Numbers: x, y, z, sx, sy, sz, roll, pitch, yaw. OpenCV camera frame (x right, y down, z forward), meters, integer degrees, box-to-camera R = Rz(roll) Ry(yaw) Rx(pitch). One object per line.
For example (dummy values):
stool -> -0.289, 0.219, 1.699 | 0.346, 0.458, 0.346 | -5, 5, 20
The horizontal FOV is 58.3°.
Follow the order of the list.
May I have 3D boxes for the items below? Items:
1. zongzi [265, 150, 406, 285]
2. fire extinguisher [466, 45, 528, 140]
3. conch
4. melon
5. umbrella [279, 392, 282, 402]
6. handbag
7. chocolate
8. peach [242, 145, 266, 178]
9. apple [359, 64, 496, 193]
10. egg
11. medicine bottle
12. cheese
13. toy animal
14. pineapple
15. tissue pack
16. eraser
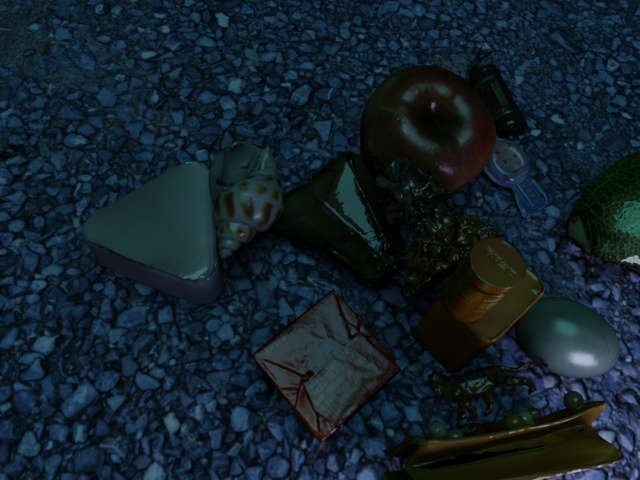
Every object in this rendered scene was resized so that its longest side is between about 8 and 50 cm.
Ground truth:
zongzi -> 0.000, 0.000, 1.392 | 0.360, 0.160, 0.323 | -26, 77, 7
fire extinguisher -> 0.488, -0.425, 1.644 | 0.093, 0.118, 0.294 | 6, 57, -40
conch -> -0.174, -0.091, 1.314 | 0.182, 0.149, 0.275 | 14, 47, 7
melon -> 0.800, -0.051, 1.430 | 0.343, 0.226, 0.331 | -16, 82, -25
umbrella -> -0.079, 0.292, 1.296 | 0.022, 0.022, 0.149 | -18, 57, 36
handbag -> 0.333, 0.401, 1.119 | 0.400, 0.283, 0.133 | -9, 69, -10
chocolate -> 0.010, 0.272, 1.251 | 0.237, 0.108, 0.235 | -38, 80, -18
peach -> -0.178, -0.187, 1.472 | 0.118, 0.151, 0.151 | 45, 69, 3
apple -> 0.249, -0.254, 1.438 | 0.338, 0.305, 0.339 | 3, 75, -10
egg -> 0.551, 0.218, 1.285 | 0.230, 0.168, 0.168 | 25, 65, 5
medicine bottle -> 0.283, 0.075, 1.021 | 0.096, 0.192, 0.096 | 2, 65, -4
cheese -> 0.520, -0.182, 1.544 | 0.135, 0.052, 0.245 | -30, 77, -13
toy animal -> 0.370, 0.312, 1.257 | 0.255, 0.114, 0.116 | -19, 63, -2
pineapple -> 0.216, -0.048, 1.243 | 0.262, 0.262, 0.272 | -30, 77, -16
tissue pack -> 0.336, 0.155, 1.246 | 0.194, 0.274, 0.145 | -40, 74, -19
eraser -> -0.343, 0.010, 1.352 | 0.331, 0.150, 0.331 | 1, 61, -2
